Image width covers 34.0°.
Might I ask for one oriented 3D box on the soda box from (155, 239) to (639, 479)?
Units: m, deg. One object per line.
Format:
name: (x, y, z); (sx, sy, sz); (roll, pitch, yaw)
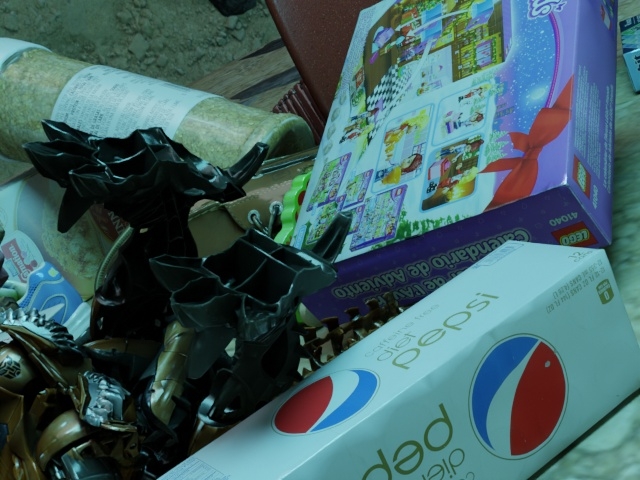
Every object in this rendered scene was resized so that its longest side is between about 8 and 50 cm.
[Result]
soda box: (0.041, 0.083, 0.461); (0.216, 0.073, 0.069); (-31, 18, -23)

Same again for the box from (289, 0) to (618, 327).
box: (0.096, -0.091, 0.707); (0.201, 0.057, 0.293); (-20, 38, 34)

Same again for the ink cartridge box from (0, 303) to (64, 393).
ink cartridge box: (-0.249, 0.126, 0.765); (0.115, 0.067, 0.198); (-20, 18, 13)

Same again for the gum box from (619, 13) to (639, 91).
gum box: (0.374, -0.204, 0.969); (0.184, 0.041, 0.157); (-18, 17, 20)

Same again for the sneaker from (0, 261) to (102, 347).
sneaker: (-0.305, 0.081, 0.970); (0.211, 0.081, 0.080); (-21, 17, 17)

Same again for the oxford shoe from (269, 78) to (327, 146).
oxford shoe: (0.087, -0.154, 1.174); (0.348, 0.123, 0.130); (-28, -20, 9)

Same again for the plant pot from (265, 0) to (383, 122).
plant pot: (0.112, -0.221, 0.961); (0.267, 0.235, 0.267); (-11, -3, 33)

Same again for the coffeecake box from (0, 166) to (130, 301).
coffeecake box: (-0.274, -0.010, 1.107); (0.068, 0.142, 0.185); (-7, 24, 48)

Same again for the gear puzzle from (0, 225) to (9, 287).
gear puzzle: (-0.272, 0.137, 0.559); (0.339, 0.044, 0.175); (-53, -11, 35)

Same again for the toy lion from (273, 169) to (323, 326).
toy lion: (0.000, 0.000, 0.753); (0.100, 0.096, 0.034); (-36, 19, -34)

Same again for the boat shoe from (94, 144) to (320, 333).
boat shoe: (-0.032, -0.016, 0.824); (0.307, 0.110, 0.104); (-29, 15, -15)

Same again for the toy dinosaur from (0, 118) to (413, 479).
toy dinosaur: (-0.084, 0.066, 0.528); (0.164, 0.218, 0.322); (25, 31, 19)

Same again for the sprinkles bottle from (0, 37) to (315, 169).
sprinkles bottle: (-0.183, -0.101, 0.992); (0.356, 0.121, 0.121); (18, 36, 25)
